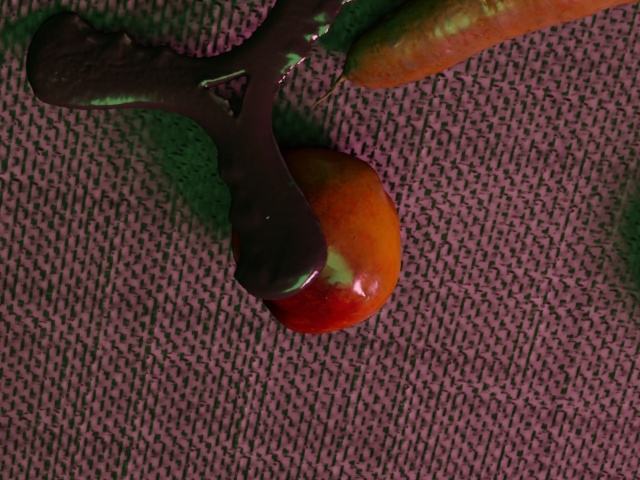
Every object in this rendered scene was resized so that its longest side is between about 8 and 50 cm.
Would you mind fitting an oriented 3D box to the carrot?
[{"bbox_3d":[0.122,-0.138,1.009,0.298,0.078,0.078,-23,111,13],"label":"carrot"}]

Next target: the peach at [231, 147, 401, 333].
[{"bbox_3d":[-0.001,0.000,1.044,0.101,0.100,0.100,0,113,-1],"label":"peach"}]

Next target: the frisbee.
[{"bbox_3d":[-0.042,-0.094,1.019,0.211,0.012,0.187,38,87,13],"label":"frisbee"}]
